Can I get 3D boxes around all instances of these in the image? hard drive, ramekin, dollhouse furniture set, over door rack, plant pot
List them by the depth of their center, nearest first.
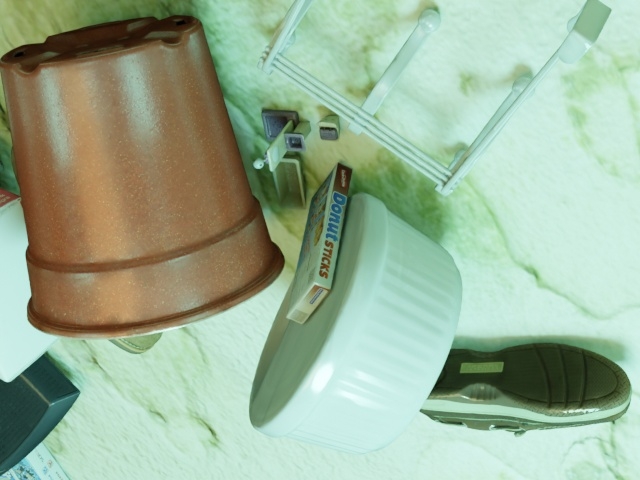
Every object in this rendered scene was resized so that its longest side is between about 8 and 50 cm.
[{"bbox_3d":[0.094,-0.190,1.101,0.239,0.108,0.324,34,153,-2],"label":"over door rack"},{"bbox_3d":[-0.192,-0.076,1.242,0.272,0.272,0.265,0,112,25],"label":"plant pot"},{"bbox_3d":[0.040,0.095,1.274,0.127,0.273,0.273,25,133,-12],"label":"ramekin"},{"bbox_3d":[-0.026,-0.066,1.290,0.091,0.081,0.114,6,128,21],"label":"dollhouse furniture set"},{"bbox_3d":[-0.459,0.230,1.712,0.172,0.054,0.255,46,123,-1],"label":"hard drive"}]

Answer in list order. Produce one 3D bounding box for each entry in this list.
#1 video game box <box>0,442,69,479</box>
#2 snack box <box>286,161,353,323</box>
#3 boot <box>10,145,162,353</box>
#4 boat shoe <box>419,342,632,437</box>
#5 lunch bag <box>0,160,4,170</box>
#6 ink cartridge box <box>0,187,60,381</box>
[{"bbox_3d":[-0.467,0.376,1.865,0.205,0.048,0.187,-12,121,32],"label":"video game box"},{"bbox_3d":[0.000,0.000,1.264,0.022,0.178,0.064,24,134,-13],"label":"snack box"},{"bbox_3d":[-0.240,0.002,1.435,0.115,0.112,0.305,-13,117,20],"label":"boot"},{"bbox_3d":[0.221,0.171,1.366,0.257,0.095,0.095,3,141,31],"label":"boat shoe"},{"bbox_3d":[-0.417,-0.098,1.469,0.071,0.053,0.083,50,140,-14],"label":"lunch bag"},{"bbox_3d":[-0.450,0.017,1.466,0.283,0.117,0.207,21,140,35],"label":"ink cartridge box"}]
